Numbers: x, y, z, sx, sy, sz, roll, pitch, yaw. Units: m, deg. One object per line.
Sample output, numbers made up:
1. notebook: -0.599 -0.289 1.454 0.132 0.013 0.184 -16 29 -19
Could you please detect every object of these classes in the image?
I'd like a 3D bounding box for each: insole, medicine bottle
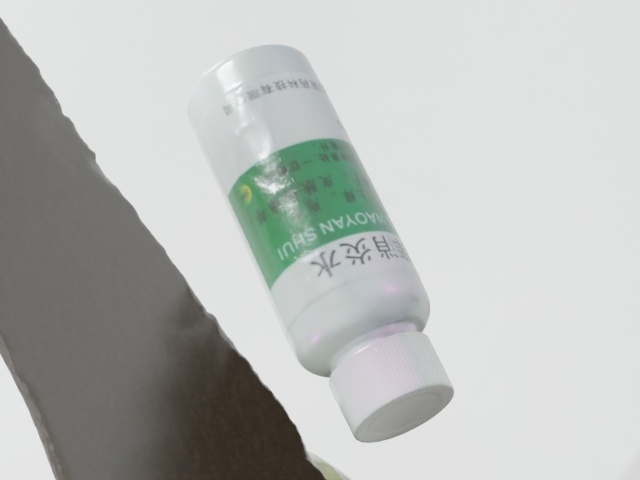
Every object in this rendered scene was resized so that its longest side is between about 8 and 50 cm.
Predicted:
1. insole: -0.052 0.041 0.447 0.007 0.328 0.111 -35 -6 29
2. medicine bottle: 0.000 0.000 1.004 0.095 0.260 0.095 -21 -24 -10

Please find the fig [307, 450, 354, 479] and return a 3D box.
1. fig: -0.035 0.305 1.074 0.258 0.326 0.258 -22 -24 -10
